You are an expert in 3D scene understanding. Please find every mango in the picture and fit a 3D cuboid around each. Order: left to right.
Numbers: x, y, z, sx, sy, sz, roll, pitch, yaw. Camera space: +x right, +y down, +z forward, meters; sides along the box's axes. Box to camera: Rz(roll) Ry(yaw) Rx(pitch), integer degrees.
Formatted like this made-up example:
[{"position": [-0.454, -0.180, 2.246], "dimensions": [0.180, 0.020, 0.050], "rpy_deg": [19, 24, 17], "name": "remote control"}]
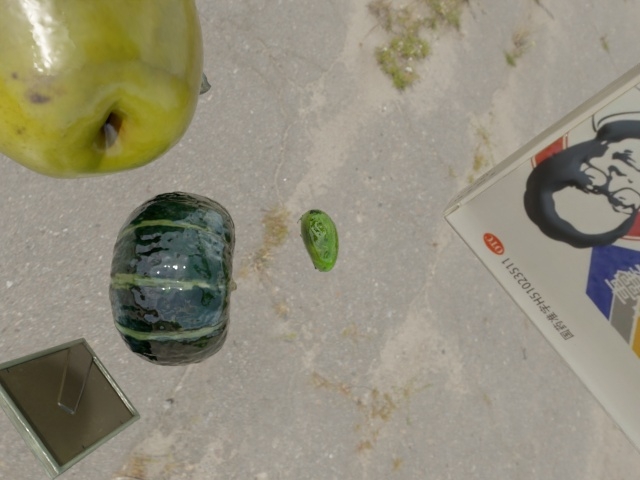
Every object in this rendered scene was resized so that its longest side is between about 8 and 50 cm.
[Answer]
[{"position": [0.001, 0.000, 1.465], "dimensions": [0.100, 0.119, 0.178], "rpy_deg": [-14, 100, -7], "name": "mango"}]

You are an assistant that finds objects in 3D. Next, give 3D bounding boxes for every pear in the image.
[{"position": [-0.327, -0.270, 0.693], "dimensions": [0.363, 0.362, 0.418], "rpy_deg": [-8, 54, -42], "name": "pear"}]

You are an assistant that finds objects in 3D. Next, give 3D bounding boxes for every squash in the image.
[{"position": [-0.203, 0.058, 0.782], "dimensions": [0.165, 0.252, 0.252], "rpy_deg": [0, 72, -3], "name": "squash"}]

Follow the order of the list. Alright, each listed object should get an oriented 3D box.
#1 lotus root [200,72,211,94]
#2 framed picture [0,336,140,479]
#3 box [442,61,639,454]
[{"position": [-0.389, -0.384, 1.095], "dimensions": [0.142, 0.314, 0.210], "rpy_deg": [-51, 154, -37], "name": "lotus root"}, {"position": [-0.324, 0.205, 0.698], "dimensions": [0.150, 0.015, 0.203], "rpy_deg": [52, 5, 4], "name": "framed picture"}, {"position": [0.287, 0.049, 0.396], "dimensions": [0.353, 0.214, 0.069], "rpy_deg": [51, 34, -1], "name": "box"}]
